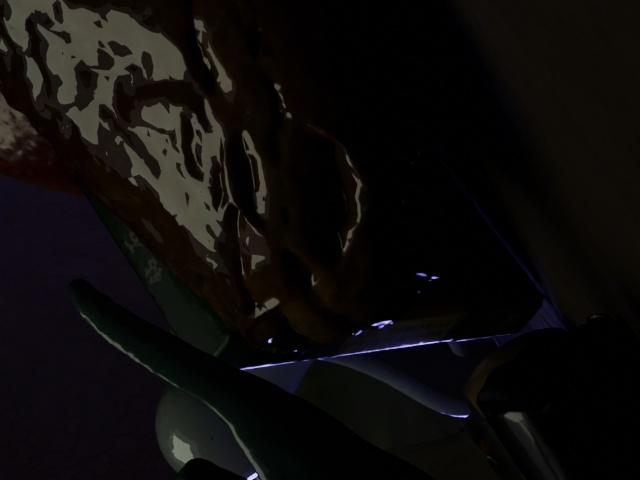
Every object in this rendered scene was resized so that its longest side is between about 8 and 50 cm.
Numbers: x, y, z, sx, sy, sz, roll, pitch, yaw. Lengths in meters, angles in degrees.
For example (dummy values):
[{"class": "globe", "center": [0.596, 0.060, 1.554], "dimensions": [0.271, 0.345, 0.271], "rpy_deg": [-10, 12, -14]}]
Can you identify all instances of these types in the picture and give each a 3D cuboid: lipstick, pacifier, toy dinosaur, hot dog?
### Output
[{"class": "lipstick", "center": [0.204, 0.208, 0.764], "dimensions": [0.418, 0.077, 0.077], "rpy_deg": [54, 179, -13]}, {"class": "pacifier", "center": [-0.032, 0.056, 1.216], "dimensions": [0.299, 0.233, 0.244], "rpy_deg": [23, -163, -30]}, {"class": "toy dinosaur", "center": [0.083, 0.177, 0.828], "dimensions": [0.129, 0.331, 0.383], "rpy_deg": [-46, 55, 52]}, {"class": "hot dog", "center": [-0.080, -0.125, 0.807], "dimensions": [0.387, 0.174, 0.267], "rpy_deg": [45, 179, 10]}]

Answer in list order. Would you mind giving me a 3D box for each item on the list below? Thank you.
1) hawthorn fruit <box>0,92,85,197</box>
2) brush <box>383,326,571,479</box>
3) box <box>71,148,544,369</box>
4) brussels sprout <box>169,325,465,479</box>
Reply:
[{"class": "hawthorn fruit", "center": [-0.097, -0.111, 1.077], "dimensions": [0.266, 0.210, 0.230], "rpy_deg": [37, -172, -21]}, {"class": "brush", "center": [0.120, 0.168, 0.948], "dimensions": [0.174, 0.166, 0.266], "rpy_deg": [56, 176, -25]}, {"class": "box", "center": [0.000, 0.000, 0.943], "dimensions": [0.235, 0.034, 0.132], "rpy_deg": [-5, -130, -47]}, {"class": "brussels sprout", "center": [0.022, 0.111, 1.463], "dimensions": [0.328, 0.247, 0.328], "rpy_deg": [55, 163, 26]}]
